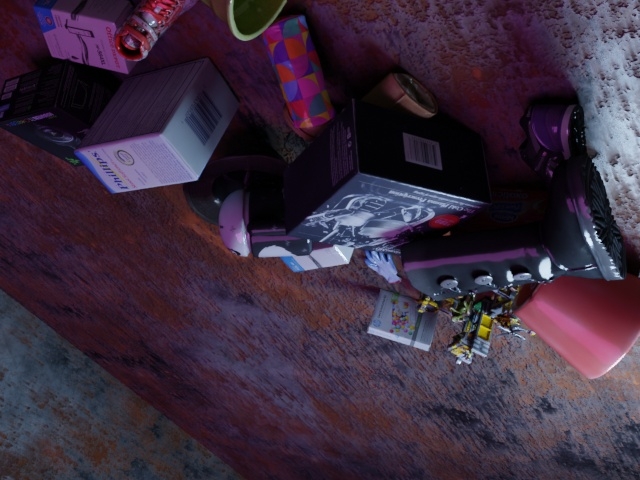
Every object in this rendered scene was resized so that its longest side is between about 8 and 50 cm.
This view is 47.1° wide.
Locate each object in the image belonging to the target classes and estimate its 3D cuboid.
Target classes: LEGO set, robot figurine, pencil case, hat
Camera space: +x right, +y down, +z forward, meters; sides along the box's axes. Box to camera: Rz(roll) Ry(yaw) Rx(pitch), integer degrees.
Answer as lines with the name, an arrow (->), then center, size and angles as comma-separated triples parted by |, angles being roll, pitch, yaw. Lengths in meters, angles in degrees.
LEGO set -> 0.396, 0.209, 1.988 | 0.255, 0.192, 0.331 | 31, 150, -17
robot figurine -> -0.106, -0.042, 1.773 | 0.278, 0.174, 0.209 | -2, 147, -1
pencil case -> -0.043, -0.346, 1.519 | 0.104, 0.104, 0.236 | -6, 113, 34
hat -> -0.180, -0.162, 1.869 | 0.331, 0.134, 0.331 | 0, 149, 0

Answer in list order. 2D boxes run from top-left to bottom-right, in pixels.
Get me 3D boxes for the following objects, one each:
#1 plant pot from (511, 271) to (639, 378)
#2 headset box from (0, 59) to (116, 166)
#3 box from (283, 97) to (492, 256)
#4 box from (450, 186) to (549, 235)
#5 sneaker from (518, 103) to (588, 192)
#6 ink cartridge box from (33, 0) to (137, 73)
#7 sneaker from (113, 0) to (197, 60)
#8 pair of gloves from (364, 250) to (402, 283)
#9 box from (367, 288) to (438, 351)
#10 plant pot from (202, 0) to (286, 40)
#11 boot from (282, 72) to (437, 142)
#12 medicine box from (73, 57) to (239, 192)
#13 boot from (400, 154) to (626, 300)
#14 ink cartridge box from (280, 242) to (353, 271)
plant pot -> 0.621, 0.157, 1.783 | 0.243, 0.275, 0.275 | 31, 145, 3
headset box -> -0.620, -0.305, 1.850 | 0.246, 0.131, 0.283 | -5, 158, 32
box -> 0.138, -0.119, 1.618 | 0.343, 0.179, 0.312 | 10, 153, -27
box -> 0.439, -0.038, 1.715 | 0.256, 0.123, 0.128 | 6, 142, 21
sneaker -> 0.488, -0.174, 1.549 | 0.124, 0.107, 0.283 | 13, 141, 33
ink cartridge box -> -0.521, -0.477, 1.664 | 0.203, 0.086, 0.148 | 14, 145, 11
sneaker -> -0.334, -0.471, 1.521 | 0.090, 0.145, 0.270 | 39, 142, -23
pair of gloves -> 0.224, 0.067, 2.061 | 0.198, 0.023, 0.159 | -9, 137, 38
box -> 0.246, 0.233, 2.165 | 0.186, 0.145, 0.038 | 16, 143, 9
plant pot -> -0.189, -0.534, 1.289 | 0.254, 0.276, 0.276 | 29, 146, 8
boot -> 0.082, -0.292, 1.605 | 0.236, 0.089, 0.269 | 30, 144, -24
medicine box -> -0.379, -0.266, 1.718 | 0.289, 0.263, 0.149 | -5, 137, 33
boot -> 0.374, -0.006, 1.548 | 0.445, 0.146, 0.367 | -6, 141, 31
ink cartridge box -> 0.000, 0.000, 1.984 | 0.190, 0.140, 0.082 | -9, 134, 36
